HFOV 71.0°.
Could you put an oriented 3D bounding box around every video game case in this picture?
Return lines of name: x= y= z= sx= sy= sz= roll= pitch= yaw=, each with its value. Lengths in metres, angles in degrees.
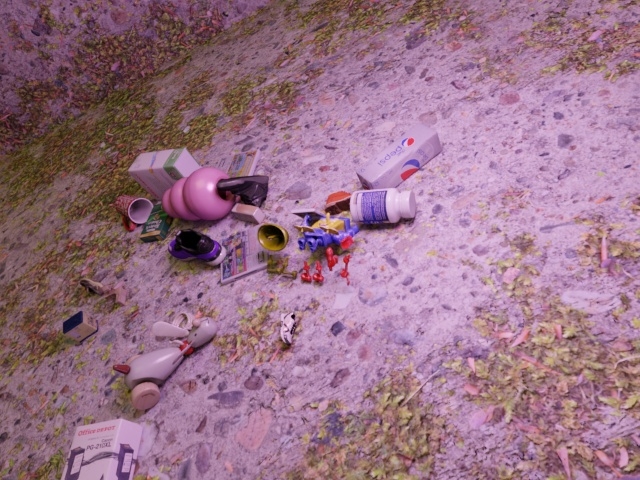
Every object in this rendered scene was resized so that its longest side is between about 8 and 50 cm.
video game case: x=-0.272 y=0.045 z=1.600 sx=0.184 sy=0.023 sz=0.201 roll=-22 pitch=48 yaw=11
video game case: x=-0.374 y=-0.291 z=1.926 sx=0.207 sy=0.026 sz=0.226 roll=-6 pitch=51 yaw=24
video game case: x=-0.032 y=-0.086 z=1.514 sx=0.087 sy=0.122 sz=0.011 roll=-2 pitch=79 yaw=27

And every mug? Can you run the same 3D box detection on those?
mug: x=-0.847 y=-0.134 z=1.993 sx=0.170 sy=0.113 sz=0.150 roll=18 pitch=62 yaw=41

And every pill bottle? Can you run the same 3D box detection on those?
pill bottle: x=0.198 y=-0.108 z=1.412 sx=0.187 sy=0.112 sz=0.111 roll=-2 pitch=54 yaw=27

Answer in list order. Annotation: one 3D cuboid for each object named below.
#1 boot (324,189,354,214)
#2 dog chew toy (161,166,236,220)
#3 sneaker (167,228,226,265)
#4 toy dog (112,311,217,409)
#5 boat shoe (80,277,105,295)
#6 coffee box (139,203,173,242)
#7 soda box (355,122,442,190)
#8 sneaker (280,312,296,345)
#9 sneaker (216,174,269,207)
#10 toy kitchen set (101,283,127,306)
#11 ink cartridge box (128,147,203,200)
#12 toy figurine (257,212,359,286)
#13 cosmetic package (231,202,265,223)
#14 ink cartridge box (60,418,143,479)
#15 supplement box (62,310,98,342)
boot: x=0.090 y=-0.147 z=1.541 sx=0.158 sy=0.059 sz=0.084 roll=-12 pitch=45 yaw=21
dog chew toy: x=-0.498 y=-0.169 z=1.780 sx=0.332 sy=0.206 sz=0.206 roll=-9 pitch=50 yaw=31
sneaker: x=-0.484 y=0.006 z=1.643 sx=0.294 sy=0.146 sz=0.102 roll=5 pitch=62 yaw=38
toy dog: x=-0.493 y=0.342 z=1.379 sx=0.220 sy=0.161 sz=0.333 roll=17 pitch=63 yaw=36
boat shoe: x=-0.922 y=0.188 z=1.806 sx=0.153 sy=0.056 sz=0.049 roll=6 pitch=52 yaw=31
coffee box: x=-0.686 y=-0.079 z=1.907 sx=0.113 sy=0.040 sz=0.184 roll=-7 pitch=51 yaw=23
soda box: x=0.267 y=-0.270 z=1.521 sx=0.286 sy=0.091 sz=0.098 roll=-38 pitch=45 yaw=-5
sneaker: x=-0.093 y=0.256 z=1.320 sx=0.044 sy=0.040 sz=0.109 roll=-18 pitch=48 yaw=12
sneaker: x=-0.285 y=-0.177 z=1.681 sx=0.087 sy=0.228 sz=0.130 roll=7 pitch=103 yaw=38
toy kitchen set: x=-0.797 y=0.215 z=1.708 sx=0.084 sy=0.068 sz=0.075 roll=-24 pitch=47 yaw=9
ink cartridge box: x=-0.648 y=-0.281 z=1.940 sx=0.279 sy=0.201 sz=0.117 roll=0 pitch=54 yaw=29
toy figurine: x=0.000 y=0.000 z=1.450 sx=0.363 sy=0.191 sz=0.217 roll=3 pitch=26 yaw=39
cosmetic package: x=-0.272 y=-0.102 z=1.694 sx=0.115 sy=0.060 sz=0.041 roll=13 pitch=62 yaw=33
ink cartridge box: x=-0.614 y=0.635 z=1.246 sx=0.172 sy=0.100 sz=0.237 roll=-16 pitch=48 yaw=15
supplement box: x=-0.887 y=0.319 z=1.660 sx=0.083 sy=0.083 sz=0.056 roll=-33 pitch=46 yaw=0
